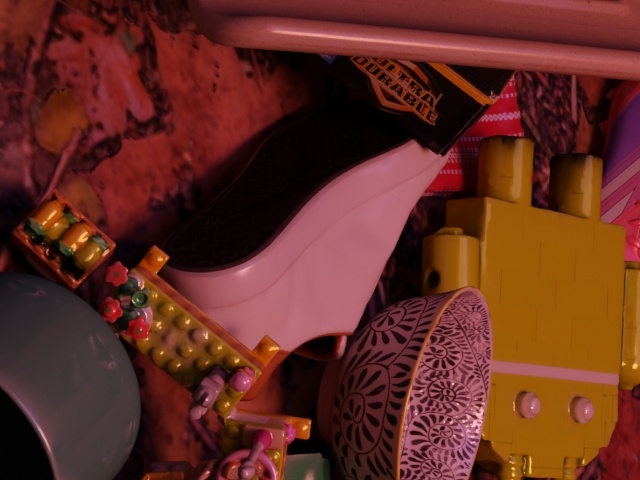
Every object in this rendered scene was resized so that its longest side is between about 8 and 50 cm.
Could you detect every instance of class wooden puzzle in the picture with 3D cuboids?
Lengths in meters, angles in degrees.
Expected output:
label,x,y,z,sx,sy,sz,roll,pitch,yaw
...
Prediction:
label,x,y,z,sx,sy,sz,roll,pitch,yaw
wooden puzzle,0.038,-0.225,0.969,0.322,0.080,0.348,2,56,-29

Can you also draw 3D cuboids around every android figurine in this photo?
label,x,y,z,sx,sy,sz,roll,pitch,yaw
android figurine,0.163,0.063,1.200,0.248,0.056,0.273,12,78,-41

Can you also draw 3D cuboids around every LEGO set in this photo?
label,x,y,z,sx,sy,sz,roll,pitch,yaw
LEGO set,-0.080,0.105,0.861,0.107,0.132,0.287,-56,131,-79

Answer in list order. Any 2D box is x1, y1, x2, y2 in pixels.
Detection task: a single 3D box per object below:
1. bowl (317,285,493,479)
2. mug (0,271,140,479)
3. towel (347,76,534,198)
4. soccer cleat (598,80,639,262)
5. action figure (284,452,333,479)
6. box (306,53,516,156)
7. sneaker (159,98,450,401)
label,x,y,z,sx,sy,sz,roll,pitch,yaw
bowl,0.049,0.106,1.048,0.170,0.080,0.170,-39,134,-56
mug,-0.163,0.088,0.810,0.129,0.158,0.097,46,40,-1
towel,0.084,-0.169,1.209,0.199,0.031,0.275,-1,82,-48
soccer cleat,0.274,-0.039,1.342,0.083,0.095,0.248,40,54,-36
action figure,-0.003,0.250,0.970,0.137,0.063,0.232,30,50,-71
box,0.061,-0.243,1.087,0.257,0.079,0.322,39,50,-4
sneaker,0.000,0.000,1.040,0.290,0.106,0.123,-40,129,-43
